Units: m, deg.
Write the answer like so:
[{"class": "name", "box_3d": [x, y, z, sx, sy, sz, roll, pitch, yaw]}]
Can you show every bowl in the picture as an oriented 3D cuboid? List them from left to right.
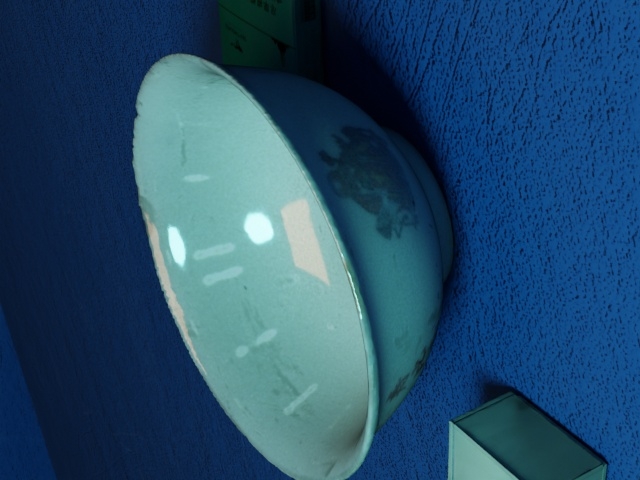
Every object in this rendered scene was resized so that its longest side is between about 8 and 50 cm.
[{"class": "bowl", "box_3d": [0.000, 0.000, 1.323, 0.435, 0.196, 0.435, 41, 143, 41]}]

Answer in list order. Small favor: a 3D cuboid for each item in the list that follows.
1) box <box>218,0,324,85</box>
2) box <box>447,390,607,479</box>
[{"class": "box", "box_3d": [-0.054, -0.206, 1.442, 0.161, 0.042, 0.226, 38, 141, 47]}, {"class": "box", "box_3d": [0.192, 0.275, 1.293, 0.129, 0.086, 0.225, 39, 141, 46]}]
